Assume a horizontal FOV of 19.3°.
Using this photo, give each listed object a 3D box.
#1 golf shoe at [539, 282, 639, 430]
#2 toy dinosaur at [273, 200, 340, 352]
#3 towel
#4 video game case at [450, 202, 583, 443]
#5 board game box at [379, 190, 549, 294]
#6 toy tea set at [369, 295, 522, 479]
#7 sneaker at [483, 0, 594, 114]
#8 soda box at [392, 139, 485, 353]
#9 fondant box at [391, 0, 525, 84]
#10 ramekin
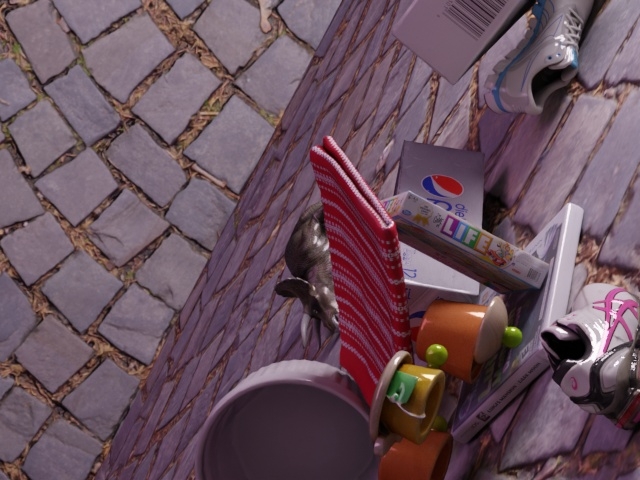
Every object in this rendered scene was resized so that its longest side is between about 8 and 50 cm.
[{"bbox_3d":[0.218,0.076,1.513,0.067,0.086,0.186,-60,10,21],"label":"golf shoe"},{"bbox_3d":[0.000,0.000,2.583,0.160,0.121,0.313,-45,21,19],"label":"toy dinosaur"},{"bbox_3d":[0.046,0.058,1.838,0.199,0.031,0.275,-124,22,-54],"label":"towel"},{"bbox_3d":[0.188,0.079,1.802,0.173,0.022,0.190,-52,16,46],"label":"video game case"},{"bbox_3d":[0.129,0.004,1.785,0.026,0.154,0.103,-65,11,-11],"label":"board game box"},{"bbox_3d":[0.107,0.209,1.688,0.200,0.124,0.336,22,-95,-73],"label":"toy tea set"},{"bbox_3d":[0.262,-0.213,2.063,0.083,0.071,0.191,23,81,50],"label":"sneaker"},{"bbox_3d":[0.121,0.006,2.026,0.286,0.098,0.091,-81,1,-56],"label":"soda box"},{"bbox_3d":[0.228,-0.333,2.097,0.238,0.096,0.330,-52,-2,31],"label":"fondant box"},{"bbox_3d":[-0.024,0.224,1.986,0.207,0.207,0.109,-60,3,16],"label":"ramekin"}]
